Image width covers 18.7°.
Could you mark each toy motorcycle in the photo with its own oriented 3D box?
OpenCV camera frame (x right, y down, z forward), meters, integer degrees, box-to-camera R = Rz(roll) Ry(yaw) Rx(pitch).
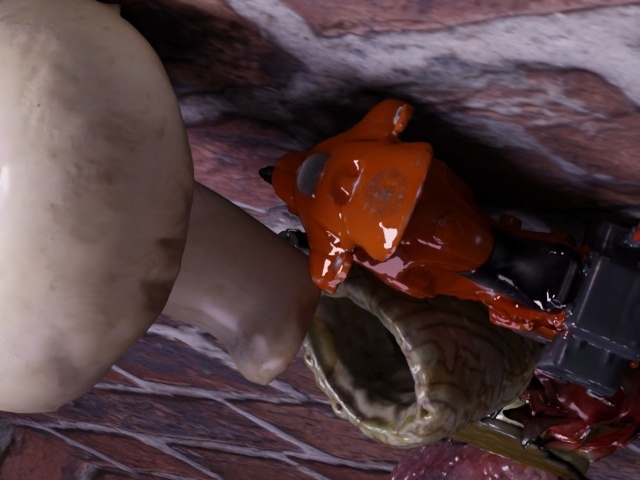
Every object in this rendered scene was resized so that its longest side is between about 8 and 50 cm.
[{"bbox_3d":[0.109,0.003,1.420,0.326,0.148,0.221,22,175,-3],"label":"toy motorcycle"}]

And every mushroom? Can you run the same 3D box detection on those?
[{"bbox_3d":[-0.195,0.000,1.435,0.356,0.315,0.315,60,156,-6],"label":"mushroom"}]

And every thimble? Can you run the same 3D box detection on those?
[{"bbox_3d":[0.074,0.070,1.577,0.190,0.143,0.137,53,136,18],"label":"thimble"}]

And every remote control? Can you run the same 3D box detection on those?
[{"bbox_3d":[0.000,0.000,1.708,0.034,0.016,0.091,26,-168,37],"label":"remote control"}]

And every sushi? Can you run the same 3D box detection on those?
[{"bbox_3d":[0.195,0.292,2.265,0.241,0.107,0.161,21,160,10],"label":"sushi"}]

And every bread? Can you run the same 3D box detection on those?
[{"bbox_3d":[0.146,0.170,2.025,0.286,0.056,0.207,19,166,14],"label":"bread"}]

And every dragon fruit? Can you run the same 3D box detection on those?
[{"bbox_3d":[0.219,0.121,1.659,0.142,0.121,0.130,17,-172,-28],"label":"dragon fruit"}]

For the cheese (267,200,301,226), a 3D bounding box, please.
[{"bbox_3d":[0.003,-0.032,1.617,0.097,0.037,0.192,30,162,-18],"label":"cheese"}]
